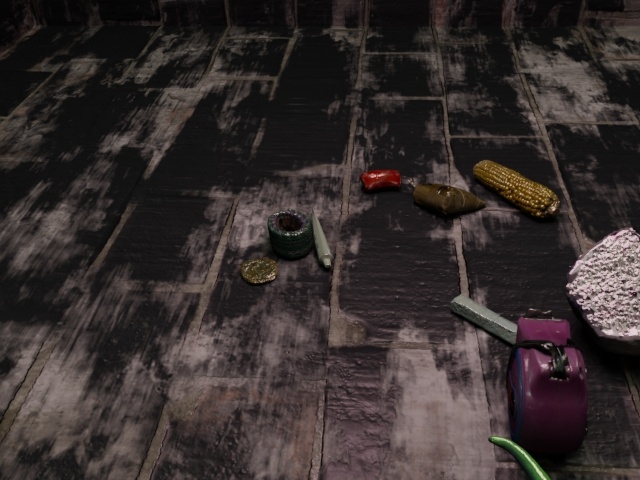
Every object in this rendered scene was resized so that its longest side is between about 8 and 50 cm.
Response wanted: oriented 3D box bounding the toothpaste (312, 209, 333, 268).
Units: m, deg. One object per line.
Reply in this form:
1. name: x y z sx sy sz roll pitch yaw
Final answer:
1. toothpaste: 0.000 0.000 1.890 0.041 0.064 0.218 -11 41 -5

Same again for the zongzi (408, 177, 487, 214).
1. zongzi: 0.377 -0.131 2.052 0.178 0.082 0.189 -1 16 -35

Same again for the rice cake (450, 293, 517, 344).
1. rice cake: 0.415 0.197 1.614 0.245 0.042 0.045 30 36 34

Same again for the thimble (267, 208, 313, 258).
1. thimble: -0.084 -0.019 1.887 0.118 0.090 0.135 -20 40 -23

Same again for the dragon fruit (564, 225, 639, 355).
1. dragon fruit: 0.694 0.146 1.556 0.221 0.204 0.283 -29 54 11

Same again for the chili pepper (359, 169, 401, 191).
1. chili pepper: 0.185 -0.187 2.119 0.123 0.070 0.073 -6 53 -8

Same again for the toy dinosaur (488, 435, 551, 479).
1. toy dinosaur: 0.323 0.582 1.075 0.374 0.144 0.500 -31 41 -16

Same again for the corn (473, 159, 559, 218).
1. corn: 0.581 -0.157 2.042 0.096 0.097 0.320 -22 39 -24

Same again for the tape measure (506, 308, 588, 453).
1. tape measure: 0.444 0.285 1.329 0.149 0.246 0.231 2 21 7

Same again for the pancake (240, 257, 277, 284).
1. pancake: -0.163 0.081 1.819 0.107 0.017 0.108 -3 39 3
